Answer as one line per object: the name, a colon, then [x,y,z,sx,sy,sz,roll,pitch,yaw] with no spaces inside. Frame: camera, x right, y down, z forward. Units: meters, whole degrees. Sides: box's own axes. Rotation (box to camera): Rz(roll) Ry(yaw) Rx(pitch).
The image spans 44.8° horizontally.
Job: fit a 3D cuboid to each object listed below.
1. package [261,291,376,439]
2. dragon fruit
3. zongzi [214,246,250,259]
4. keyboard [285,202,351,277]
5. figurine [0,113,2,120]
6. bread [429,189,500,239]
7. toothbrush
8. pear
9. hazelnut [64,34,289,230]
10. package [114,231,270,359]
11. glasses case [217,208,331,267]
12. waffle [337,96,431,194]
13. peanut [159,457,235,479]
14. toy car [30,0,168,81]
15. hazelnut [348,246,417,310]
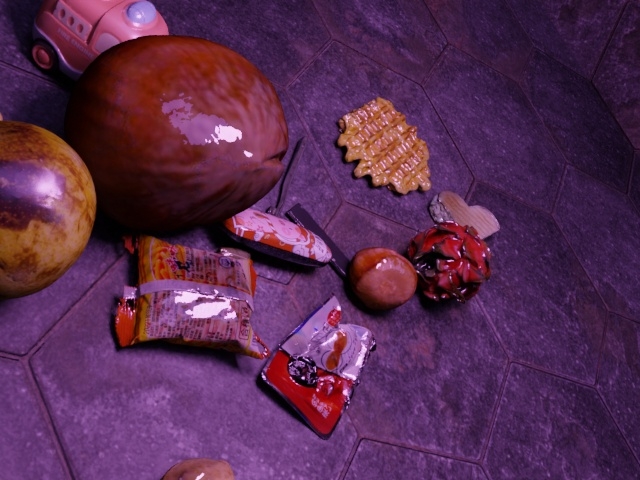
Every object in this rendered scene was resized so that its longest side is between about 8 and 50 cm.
package: [0.006,0.235,1.540,0.194,0.071,0.269,40,55,-8]
dragon fruit: [0.293,0.049,1.822,0.274,0.193,0.192,-2,92,-42]
zongzi: [-0.169,0.054,1.533,0.076,0.040,0.083,2,71,-44]
keyboard: [0.000,0.000,1.733,0.195,0.018,0.060,49,34,-1]
figurine: [-0.618,-0.197,1.304,0.083,0.083,0.187,45,36,-6]
bread: [0.381,-0.036,2.050,0.232,0.064,0.172,22,49,-26]
toothbrush: [-0.073,-0.143,1.762,0.030,0.030,0.297,28,46,-9]
pear: [-0.481,-0.051,1.161,0.283,0.283,0.283,22,49,-28]
hazelnut: [-0.248,-0.182,1.408,0.409,0.359,0.359,-9,67,-38]
package: [-0.221,0.097,1.405,0.288,0.108,0.223,14,51,-30]
glasses case: [-0.092,-0.007,1.600,0.266,0.067,0.103,17,24,-35]
waffle: [0.163,-0.252,2.022,0.312,0.060,0.307,6,57,-40]
peanut: [-0.216,0.412,1.193,0.229,0.098,0.103,-46,136,-47]
toy car: [-0.411,-0.400,1.503,0.270,0.212,0.180,38,42,-2]
hazelnut: [0.136,0.075,1.708,0.150,0.150,0.150,22,49,-28]
